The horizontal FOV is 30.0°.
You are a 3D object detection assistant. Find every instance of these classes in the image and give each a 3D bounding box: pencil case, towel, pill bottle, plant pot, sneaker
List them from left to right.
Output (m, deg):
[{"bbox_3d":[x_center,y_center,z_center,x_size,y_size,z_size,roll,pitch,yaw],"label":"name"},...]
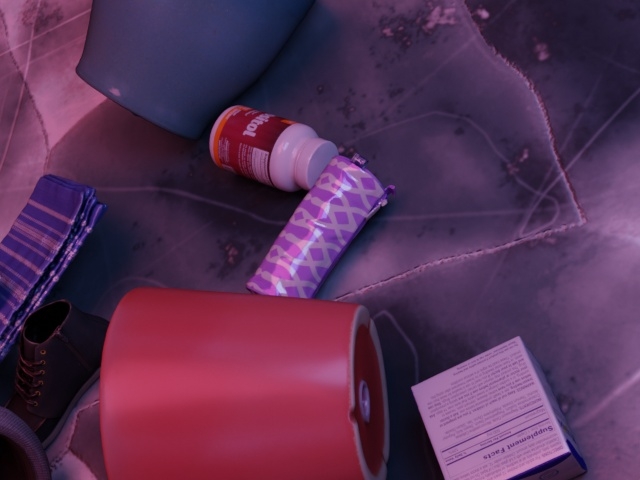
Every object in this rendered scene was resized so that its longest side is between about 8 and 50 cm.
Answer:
[{"bbox_3d":[-0.411,0.061,1.534,0.336,0.040,0.243,-56,29,-9],"label":"towel"},{"bbox_3d":[-0.351,0.169,1.453,0.083,0.118,0.222,34,83,36],"label":"sneaker"},{"bbox_3d":[-0.176,-0.279,1.526,0.271,0.271,0.255,36,98,36],"label":"plant pot"},{"bbox_3d":[-0.064,0.172,1.231,0.243,0.275,0.275,-6,62,13],"label":"plant pot"},{"bbox_3d":[-0.055,-0.109,1.469,0.152,0.086,0.086,20,75,33],"label":"pill bottle"},{"bbox_3d":[0.000,0.000,1.388,0.088,0.086,0.206,34,84,12],"label":"pencil case"}]

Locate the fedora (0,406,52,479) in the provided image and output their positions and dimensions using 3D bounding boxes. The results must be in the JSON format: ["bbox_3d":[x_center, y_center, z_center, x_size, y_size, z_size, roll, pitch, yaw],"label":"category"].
[{"bbox_3d":[-0.440,0.308,1.375,0.124,0.243,0.275,17,93,55],"label":"fedora"}]

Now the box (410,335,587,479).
[{"bbox_3d":[0.178,0.189,1.200,0.126,0.072,0.137,-27,55,12],"label":"box"}]
